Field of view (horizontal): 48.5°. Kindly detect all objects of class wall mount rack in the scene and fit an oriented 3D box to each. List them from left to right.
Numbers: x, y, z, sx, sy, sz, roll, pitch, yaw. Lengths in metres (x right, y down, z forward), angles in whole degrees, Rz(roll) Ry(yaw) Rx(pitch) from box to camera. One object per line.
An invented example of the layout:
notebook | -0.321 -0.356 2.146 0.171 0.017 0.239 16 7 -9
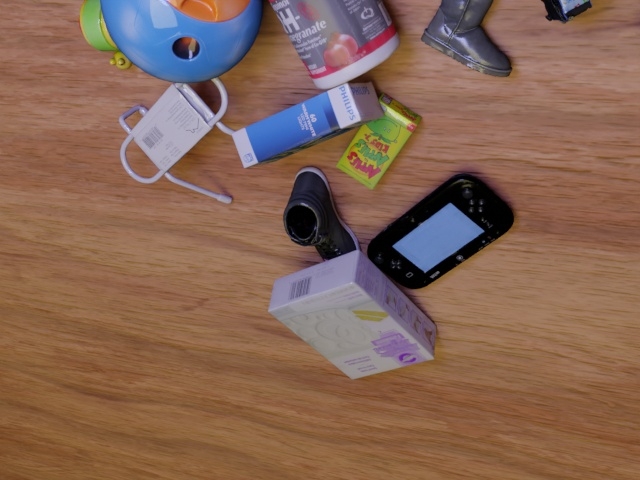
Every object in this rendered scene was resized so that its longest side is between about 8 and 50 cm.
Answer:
wall mount rack | -0.262 -0.221 1.536 0.350 0.130 0.304 -35 101 36

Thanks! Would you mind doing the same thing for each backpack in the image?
backpack | 0.390 -0.420 1.139 0.084 0.105 0.114 -30 106 12

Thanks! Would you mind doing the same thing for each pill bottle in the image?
pill bottle | -0.004 -0.442 1.238 0.176 0.176 0.318 -18 114 31

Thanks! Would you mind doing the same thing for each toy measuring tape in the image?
toy measuring tape | -0.442 -0.498 1.423 0.121 0.121 0.330 4 124 20

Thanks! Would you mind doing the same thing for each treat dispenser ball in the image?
treat dispenser ball | -0.247 -0.429 1.277 0.288 0.288 0.288 11 126 16

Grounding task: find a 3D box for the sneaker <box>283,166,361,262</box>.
sneaker | 0.000 0.000 1.557 0.105 0.147 0.295 -11 119 26

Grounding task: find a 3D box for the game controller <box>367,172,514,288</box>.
game controller | 0.247 -0.011 1.497 0.166 0.067 0.319 43 128 -9

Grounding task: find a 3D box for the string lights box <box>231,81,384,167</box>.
string lights box | -0.024 -0.223 1.363 0.260 0.133 0.076 -18 94 27

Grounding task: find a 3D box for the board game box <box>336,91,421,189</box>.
board game box | 0.116 -0.198 1.438 0.092 0.043 0.181 33 129 -1

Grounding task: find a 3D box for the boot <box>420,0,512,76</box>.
boot | 0.285 -0.406 1.219 0.190 0.076 0.208 26 122 2

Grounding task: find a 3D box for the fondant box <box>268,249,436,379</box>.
fondant box | 0.079 0.180 1.619 0.238 0.096 0.330 -21 132 33
